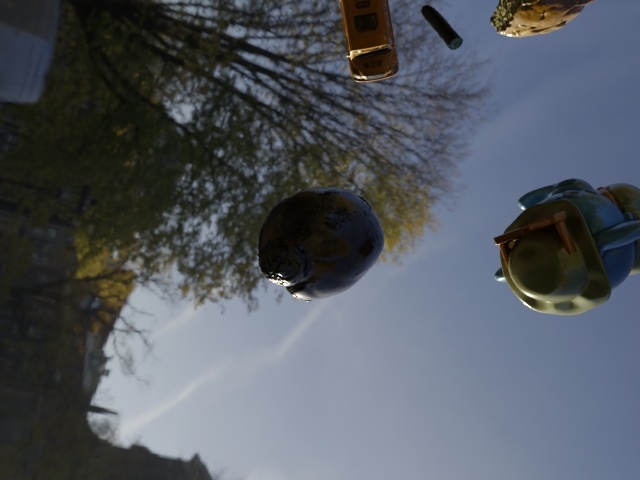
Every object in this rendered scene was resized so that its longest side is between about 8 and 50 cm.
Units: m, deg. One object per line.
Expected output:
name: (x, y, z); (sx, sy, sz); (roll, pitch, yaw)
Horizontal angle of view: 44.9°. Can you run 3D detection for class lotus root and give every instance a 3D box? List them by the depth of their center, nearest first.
lotus root: (0.000, 0.000, 0.829); (0.209, 0.120, 0.120); (-25, 146, -62)

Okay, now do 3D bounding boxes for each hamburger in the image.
hamburger: (0.287, -0.325, 0.893); (0.135, 0.156, 0.207); (-97, -159, -62)

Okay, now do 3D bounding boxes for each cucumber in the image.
cucumber: (0.237, -0.428, 1.541); (0.032, 0.032, 0.133); (-57, -134, 33)

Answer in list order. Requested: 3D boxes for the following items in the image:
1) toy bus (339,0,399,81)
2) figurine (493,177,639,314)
toy bus: (0.062, -0.299, 1.048); (0.074, 0.070, 0.162); (-57, 138, -79)
figurine: (0.315, 0.003, 0.945); (0.180, 0.262, 0.153); (9, -76, 31)
